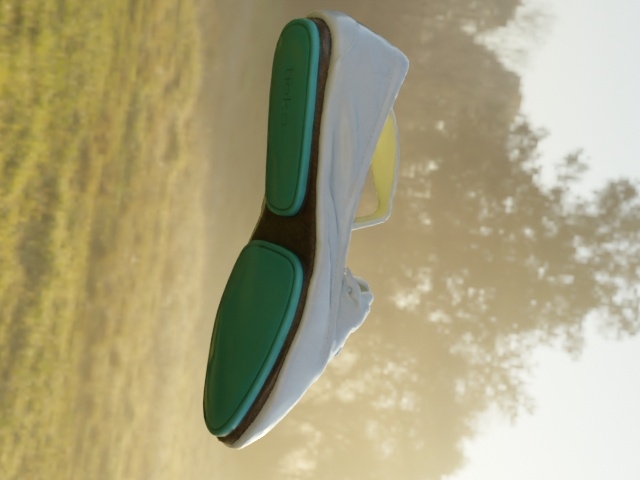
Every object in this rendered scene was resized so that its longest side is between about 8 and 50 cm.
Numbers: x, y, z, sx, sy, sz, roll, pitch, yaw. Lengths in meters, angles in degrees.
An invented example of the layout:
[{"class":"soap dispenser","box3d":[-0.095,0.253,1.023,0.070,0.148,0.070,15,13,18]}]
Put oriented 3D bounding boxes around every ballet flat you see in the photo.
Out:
[{"class":"ballet flat","box3d":[0.000,0.000,1.064,0.139,0.139,0.400,-74,177,-83]}]
